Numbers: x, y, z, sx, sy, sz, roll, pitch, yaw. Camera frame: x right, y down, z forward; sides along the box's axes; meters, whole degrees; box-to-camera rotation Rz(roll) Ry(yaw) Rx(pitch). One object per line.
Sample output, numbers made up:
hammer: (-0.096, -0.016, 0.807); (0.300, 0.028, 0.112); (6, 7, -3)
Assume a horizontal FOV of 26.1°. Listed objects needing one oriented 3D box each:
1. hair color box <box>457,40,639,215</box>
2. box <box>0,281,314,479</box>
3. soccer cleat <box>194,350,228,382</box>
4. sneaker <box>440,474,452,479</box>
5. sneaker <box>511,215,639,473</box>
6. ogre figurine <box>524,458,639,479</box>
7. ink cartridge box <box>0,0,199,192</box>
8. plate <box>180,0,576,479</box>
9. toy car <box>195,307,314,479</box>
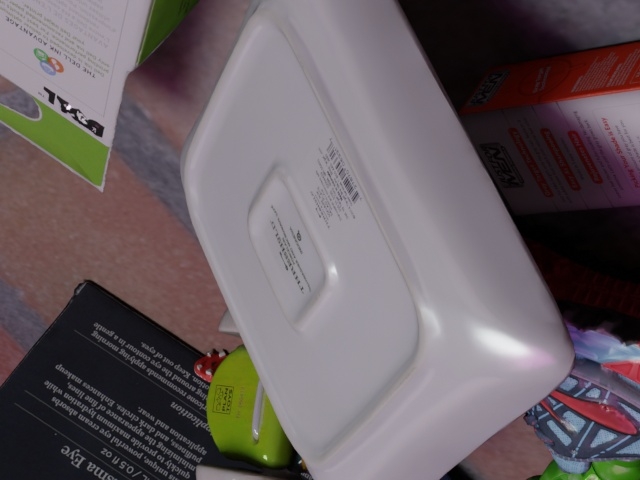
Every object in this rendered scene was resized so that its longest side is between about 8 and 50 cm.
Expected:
hair color box: (0.144, -0.055, 0.667); (0.141, 0.043, 0.072); (-4, 130, 43)
box: (-0.145, 0.268, 1.087); (0.343, 0.312, 0.179); (33, 147, 5)
soccer cleat: (-0.062, 0.109, 1.074); (0.083, 0.029, 0.036); (8, 134, 29)
sneaker: (0.117, 0.243, 1.041); (0.080, 0.081, 0.211); (-22, 99, 54)
sneaker: (0.125, 0.072, 0.753); (0.261, 0.104, 0.125); (19, 120, 23)
ogre figurine: (0.193, 0.164, 0.853); (0.118, 0.097, 0.197); (29, 160, -11)
ink cartridge box: (-0.153, -0.168, 0.747); (0.188, 0.097, 0.255); (34, 149, 3)
plate: (0.000, 0.000, 0.734); (0.277, 0.045, 0.278); (65, 152, 18)
toy car: (0.008, 0.119, 0.943); (0.182, 0.159, 0.136); (0, 170, 41)
